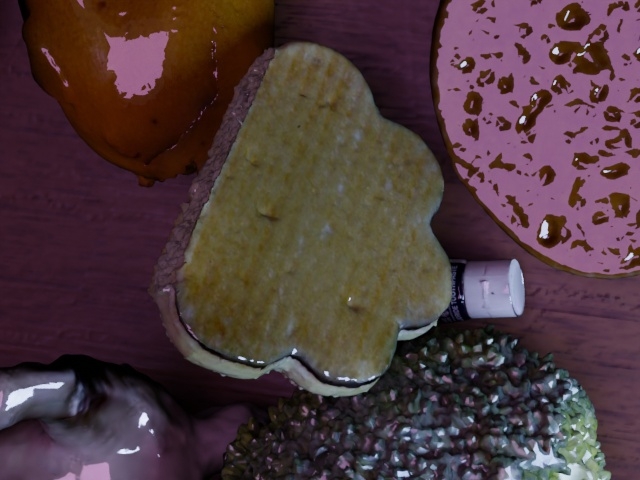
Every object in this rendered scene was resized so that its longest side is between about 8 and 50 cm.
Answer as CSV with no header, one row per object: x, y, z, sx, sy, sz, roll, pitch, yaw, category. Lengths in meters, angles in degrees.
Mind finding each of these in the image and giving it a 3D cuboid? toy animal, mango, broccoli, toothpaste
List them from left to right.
-0.224,0.195,1.335,0.344,0.303,0.194,-17,85,38,toy animal
-0.128,-0.184,1.304,0.201,0.152,0.287,-5,93,9,mango
0.058,0.038,1.340,0.193,0.045,0.071,-5,85,20,toothpaste
0.069,0.193,1.238,0.288,0.235,0.259,-6,84,6,broccoli

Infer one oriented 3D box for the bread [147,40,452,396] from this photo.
0.000,0.000,1.210,0.207,0.286,0.056,36,142,-14,bread

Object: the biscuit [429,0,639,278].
0.277,-0.136,1.258,0.394,0.070,0.350,-27,90,15,biscuit
